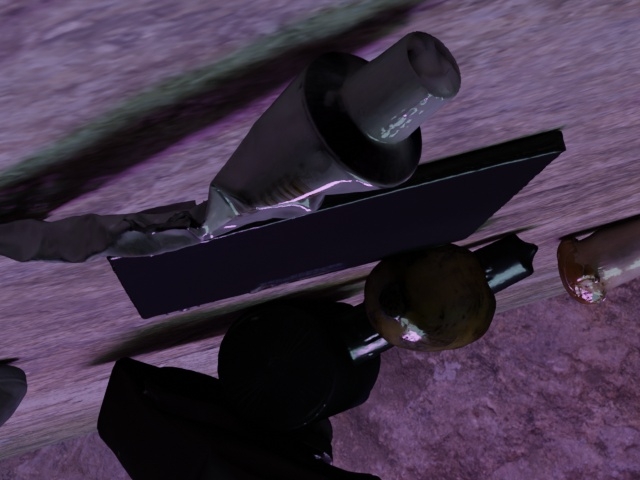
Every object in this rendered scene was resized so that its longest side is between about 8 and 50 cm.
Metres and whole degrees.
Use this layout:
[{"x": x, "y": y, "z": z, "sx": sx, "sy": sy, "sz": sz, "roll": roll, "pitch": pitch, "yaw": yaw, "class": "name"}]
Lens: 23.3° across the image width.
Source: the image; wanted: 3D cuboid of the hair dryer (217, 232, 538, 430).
[{"x": 0.077, "y": 0.075, "z": 1.459, "sx": 0.302, "sy": 0.116, "sz": 0.244, "roll": -25, "pitch": 174, "yaw": 16, "class": "hair dryer"}]

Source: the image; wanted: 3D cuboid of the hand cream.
[{"x": -0.051, "y": -0.020, "z": 0.571, "sx": 0.257, "sy": 0.050, "sz": 0.084, "roll": -17, "pitch": 177, "yaw": 39, "class": "hand cream"}]

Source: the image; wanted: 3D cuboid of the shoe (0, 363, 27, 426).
[{"x": -0.299, "y": 0.143, "z": 1.199, "sx": 0.079, "sy": 0.078, "sz": 0.195, "roll": -19, "pitch": 169, "yaw": 25, "class": "shoe"}]

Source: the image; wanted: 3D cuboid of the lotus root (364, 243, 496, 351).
[{"x": 0.084, "y": 0.045, "z": 1.217, "sx": 0.080, "sy": 0.089, "sz": 0.179, "roll": -30, "pitch": 168, "yaw": 25, "class": "lotus root"}]

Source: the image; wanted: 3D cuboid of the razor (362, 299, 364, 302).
[{"x": 0.109, "y": 0.048, "z": 1.546, "sx": 0.066, "sy": 0.033, "sz": 0.190, "roll": -9, "pitch": 171, "yaw": -43, "class": "razor"}]

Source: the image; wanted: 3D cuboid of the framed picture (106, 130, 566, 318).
[{"x": 0.000, "y": 0.000, "z": 0.989, "sx": 0.255, "sy": 0.014, "sz": 0.339, "roll": -15, "pitch": 173, "yaw": -5, "class": "framed picture"}]

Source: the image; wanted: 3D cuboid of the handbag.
[{"x": -0.065, "y": 0.212, "z": 1.470, "sx": 0.257, "sy": 0.113, "sz": 0.285, "roll": 20, "pitch": -175, "yaw": -27, "class": "handbag"}]

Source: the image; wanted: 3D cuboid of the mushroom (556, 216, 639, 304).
[{"x": 0.340, "y": 0.002, "z": 1.577, "sx": 0.209, "sy": 0.071, "sz": 0.084, "roll": -21, "pitch": 140, "yaw": 17, "class": "mushroom"}]
